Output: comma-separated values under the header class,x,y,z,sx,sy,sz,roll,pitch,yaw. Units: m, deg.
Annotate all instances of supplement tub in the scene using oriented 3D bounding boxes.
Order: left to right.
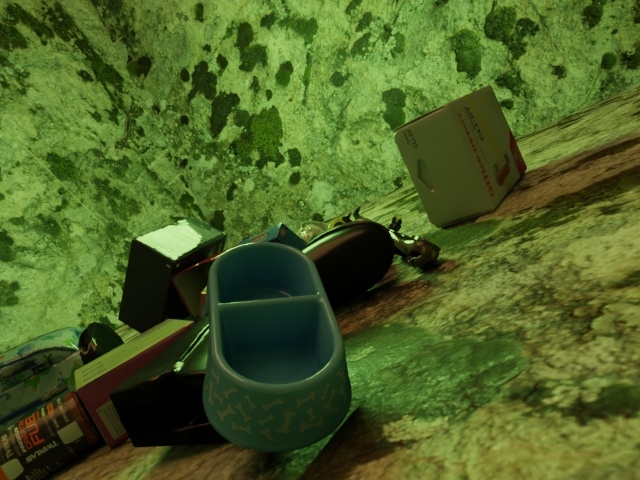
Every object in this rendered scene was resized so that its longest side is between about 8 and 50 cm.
class,x,y,z,sx,sy,sz,roll,pitch,yaw
supplement tub,-0.481,0.349,0.749,0.198,0.106,0.106,-30,7,-29

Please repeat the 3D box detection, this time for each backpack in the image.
class,x,y,z,sx,sy,sz,roll,pitch,yaw
backpack,-0.670,0.344,1.074,0.356,0.273,0.290,-41,16,-13

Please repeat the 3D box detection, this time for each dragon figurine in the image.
class,x,y,z,sx,sy,sz,roll,pitch,yaw
dragon figurine,0.109,0.003,1.268,0.085,0.144,0.289,-34,-9,-41

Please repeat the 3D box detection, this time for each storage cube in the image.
class,x,y,z,sx,sy,sz,roll,pitch,yaw
storage cube,-0.329,0.140,1.481,0.215,0.183,0.193,-23,6,27

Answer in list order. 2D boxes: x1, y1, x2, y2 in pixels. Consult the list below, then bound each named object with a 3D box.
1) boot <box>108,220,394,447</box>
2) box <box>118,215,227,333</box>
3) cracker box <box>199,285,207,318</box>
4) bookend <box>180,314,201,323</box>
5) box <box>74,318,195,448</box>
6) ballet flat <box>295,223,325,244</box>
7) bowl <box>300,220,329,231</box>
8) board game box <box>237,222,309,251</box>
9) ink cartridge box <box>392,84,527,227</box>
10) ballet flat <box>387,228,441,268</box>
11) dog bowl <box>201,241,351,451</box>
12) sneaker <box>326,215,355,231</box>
class,x,y,z,sx,sy,sz,roll,pitch,yaw
boot,-0.060,0.119,0.728,0.367,0.146,0.445,-28,4,17
box,-0.529,0.127,1.629,0.312,0.179,0.343,-40,-27,-64
cracker box,-0.220,0.152,1.181,0.156,0.067,0.232,4,4,-6
bookend,-0.337,0.241,1.186,0.156,0.072,0.157,-25,6,0
box,-0.340,0.257,0.872,0.214,0.117,0.243,-30,8,-29
ballet flat,-0.031,0.023,1.284,0.147,0.146,0.409,-27,3,-8
bowl,0.000,0.000,1.642,0.170,0.080,0.170,15,22,-6
board game box,-0.068,0.056,1.034,0.160,0.210,0.047,-22,41,43
ink cartridge box,0.389,-0.234,1.207,0.160,0.279,0.385,-20,10,41
ballet flat,0.180,0.021,0.955,0.058,0.084,0.250,-62,11,0
dog bowl,-0.061,0.099,0.545,0.166,0.074,0.297,-4,31,-13
sneaker,0.070,0.028,1.052,0.123,0.109,0.295,-43,-19,7
